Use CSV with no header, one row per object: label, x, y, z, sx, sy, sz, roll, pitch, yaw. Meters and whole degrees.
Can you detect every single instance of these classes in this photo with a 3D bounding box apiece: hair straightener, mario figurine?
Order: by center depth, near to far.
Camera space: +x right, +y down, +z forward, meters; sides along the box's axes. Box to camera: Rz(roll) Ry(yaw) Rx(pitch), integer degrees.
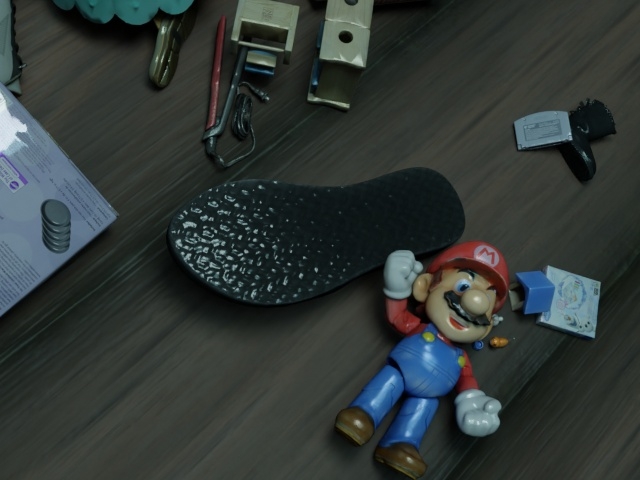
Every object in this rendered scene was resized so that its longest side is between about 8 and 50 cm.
mario figurine,0.151,0.136,1.027,0.198,0.170,0.320,46,68,-42
hair straightener,-0.115,-0.209,1.136,0.089,0.047,0.230,9,71,-13

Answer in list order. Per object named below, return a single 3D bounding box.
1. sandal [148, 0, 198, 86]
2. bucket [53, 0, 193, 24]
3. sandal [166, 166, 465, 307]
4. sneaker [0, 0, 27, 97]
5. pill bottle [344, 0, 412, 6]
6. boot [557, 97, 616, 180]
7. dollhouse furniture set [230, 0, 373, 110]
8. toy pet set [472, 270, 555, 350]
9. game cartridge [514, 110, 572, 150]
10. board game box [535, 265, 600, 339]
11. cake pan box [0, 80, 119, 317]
sandal,-0.219,-0.303,1.134,0.049,0.072,0.180,12,73,11
bucket,-0.261,-0.448,1.060,0.281,0.183,0.281,1,59,-1
sandal,0.002,0.002,1.084,0.446,0.107,0.167,-8,73,-31
sneaker,-0.431,-0.250,1.042,0.108,0.100,0.271,18,75,-20
pill bottle,0.090,-0.424,1.223,0.216,0.121,0.121,-11,76,-19
boot,0.431,-0.164,1.277,0.099,0.045,0.121,-24,74,-18
dollhouse furniture set,-0.030,-0.289,1.145,0.184,0.129,0.128,10,70,-6
toy pet set,0.272,0.087,1.140,0.114,0.065,0.122,-4,74,-17
game cartridge,0.349,-0.174,1.254,0.083,0.017,0.055,-8,77,15
board game box,0.370,0.093,1.190,0.090,0.020,0.090,18,69,-10
cake pan box,-0.421,-0.047,0.943,0.245,0.070,0.267,-47,110,-24
